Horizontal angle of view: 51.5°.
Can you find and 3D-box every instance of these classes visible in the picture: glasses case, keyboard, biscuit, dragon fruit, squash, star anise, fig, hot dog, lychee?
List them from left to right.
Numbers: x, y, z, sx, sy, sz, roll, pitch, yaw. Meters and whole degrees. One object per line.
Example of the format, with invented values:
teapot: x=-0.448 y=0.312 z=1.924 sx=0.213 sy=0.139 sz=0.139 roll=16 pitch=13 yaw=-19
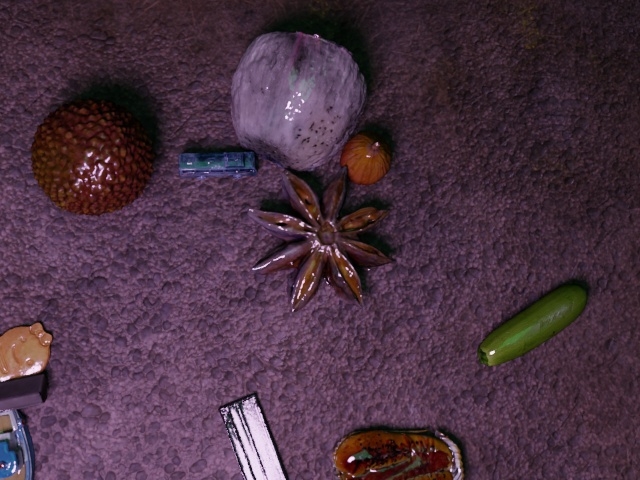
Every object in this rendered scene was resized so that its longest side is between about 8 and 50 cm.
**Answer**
glasses case: x=-0.607 y=0.296 z=1.224 sx=0.190 sy=0.072 sz=0.042 roll=-10 pitch=106 yaw=-8
biscuit: x=-0.612 y=0.233 z=1.280 sx=0.184 sy=0.027 sz=0.134 roll=-6 pitch=78 yaw=-10
lychee: x=-0.436 y=-0.156 z=1.277 sx=0.235 sy=0.271 sz=0.236 roll=-5 pitch=106 yaw=-16
keyboard: x=-0.121 y=0.436 z=1.317 sx=0.087 sy=0.017 sz=0.251 roll=-20 pitch=81 yaw=-11
dragon fruit: x=-0.055 y=-0.283 z=1.374 sx=0.282 sy=0.204 sz=0.221 roll=22 pitch=72 yaw=-3
star anise: x=0.000 y=-0.002 z=1.378 sx=0.331 sy=0.117 sz=0.332 roll=4 pitch=74 yaw=-16
fig: x=0.090 y=-0.179 z=1.419 sx=0.119 sy=0.153 sz=0.119 roll=0 pitch=90 yaw=20
hot dog: x=0.154 y=0.461 z=1.322 sx=0.270 sy=0.082 sz=0.163 roll=2 pitch=80 yaw=-9
squash: x=0.463 y=0.181 z=1.425 sx=0.292 sy=0.082 sz=0.082 roll=-30 pitch=84 yaw=-13

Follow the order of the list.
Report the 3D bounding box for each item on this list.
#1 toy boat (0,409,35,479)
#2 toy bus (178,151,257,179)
toy boat: x=-0.582 y=0.407 z=1.210 sx=0.088 sy=0.102 sz=0.215 roll=-11 pitch=81 yaw=-8
toy bus: x=-0.216 y=-0.160 z=1.400 sx=0.165 sy=0.065 sz=0.047 roll=-3 pitch=79 yaw=-9
